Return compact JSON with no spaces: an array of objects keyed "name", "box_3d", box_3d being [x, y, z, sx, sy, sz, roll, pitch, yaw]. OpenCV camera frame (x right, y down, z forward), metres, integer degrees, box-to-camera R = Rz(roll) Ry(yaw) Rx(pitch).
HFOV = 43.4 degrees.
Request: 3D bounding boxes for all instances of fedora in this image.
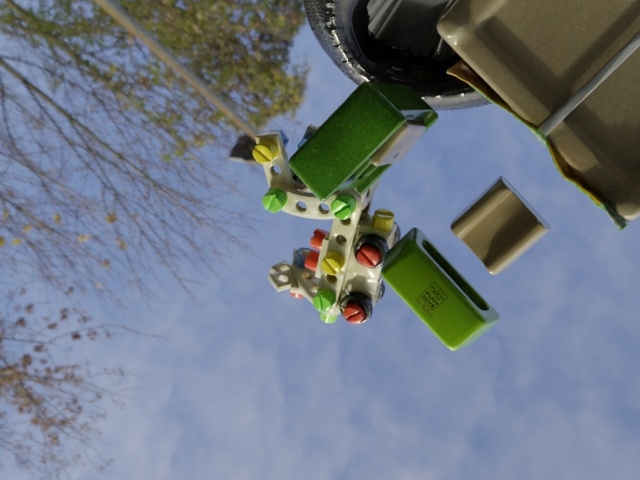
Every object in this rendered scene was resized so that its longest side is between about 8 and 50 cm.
[{"name":"fedora","box_3d":[0.146,-0.300,0.856,0.334,0.334,0.152,-16,-137,26]}]

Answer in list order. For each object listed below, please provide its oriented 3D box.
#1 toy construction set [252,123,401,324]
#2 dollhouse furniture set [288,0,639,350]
[{"name":"toy construction set","box_3d":[0.000,0.000,1.152,0.215,0.327,0.151,21,-130,13]},{"name":"dollhouse furniture set","box_3d":[0.157,-0.091,0.601,0.301,0.151,0.197,-44,-97,17]}]
